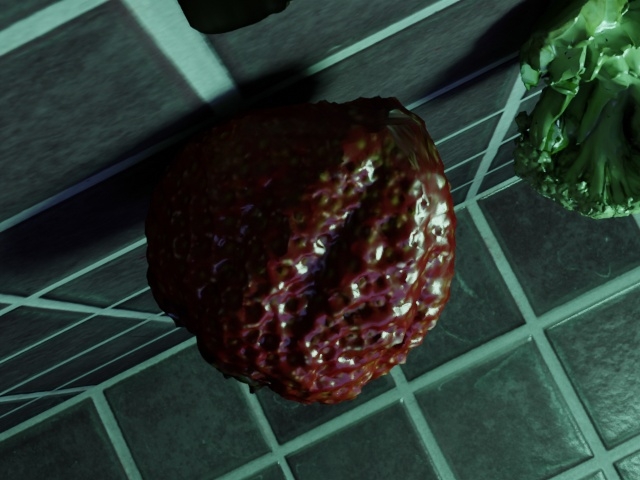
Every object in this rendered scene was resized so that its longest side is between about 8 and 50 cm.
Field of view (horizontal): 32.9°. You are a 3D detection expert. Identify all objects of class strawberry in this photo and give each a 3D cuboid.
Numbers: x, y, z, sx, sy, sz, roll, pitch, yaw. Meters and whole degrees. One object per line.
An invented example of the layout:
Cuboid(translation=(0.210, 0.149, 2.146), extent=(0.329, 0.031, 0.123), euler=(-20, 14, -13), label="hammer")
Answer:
Cuboid(translation=(0.000, 0.000, 0.888), extent=(0.250, 0.238, 0.288), euler=(-25, 165, -48), label="strawberry")

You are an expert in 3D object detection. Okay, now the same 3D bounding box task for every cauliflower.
Cuboid(translation=(0.287, -0.160, 1.028), extent=(0.250, 0.275, 0.272), euler=(22, 173, -33), label="cauliflower")

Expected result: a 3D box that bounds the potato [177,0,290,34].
Cuboid(translation=(-0.009, -0.144, 0.487), extent=(0.103, 0.066, 0.096), euler=(-33, -159, -31), label="potato")
